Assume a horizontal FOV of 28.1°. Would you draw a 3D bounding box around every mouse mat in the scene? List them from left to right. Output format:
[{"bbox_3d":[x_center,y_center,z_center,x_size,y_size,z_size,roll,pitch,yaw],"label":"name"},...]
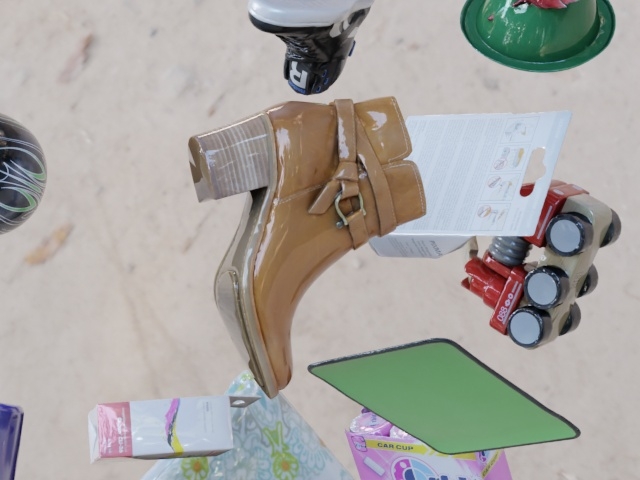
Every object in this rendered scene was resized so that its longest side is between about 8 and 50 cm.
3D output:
[{"bbox_3d":[0.100,0.130,1.037,0.152,0.189,0.007,-16,51,42],"label":"mouse mat"}]

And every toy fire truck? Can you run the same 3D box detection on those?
[{"bbox_3d":[0.269,0.001,1.775,0.246,0.158,0.217,32,116,29],"label":"toy fire truck"}]

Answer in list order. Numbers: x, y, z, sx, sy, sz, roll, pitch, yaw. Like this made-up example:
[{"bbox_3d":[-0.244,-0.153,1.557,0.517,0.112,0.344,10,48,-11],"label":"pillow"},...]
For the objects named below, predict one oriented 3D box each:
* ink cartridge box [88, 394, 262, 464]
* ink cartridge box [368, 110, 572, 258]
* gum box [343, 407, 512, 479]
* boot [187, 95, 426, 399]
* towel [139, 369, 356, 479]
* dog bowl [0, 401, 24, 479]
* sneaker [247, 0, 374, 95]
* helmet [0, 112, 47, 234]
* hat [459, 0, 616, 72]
[{"bbox_3d":[-0.174,0.227,1.536,0.115,0.198,0.067,138,128,-70],"label":"ink cartridge box"},{"bbox_3d":[0.184,-0.068,1.560,0.232,0.066,0.189,4,58,32],"label":"ink cartridge box"},{"bbox_3d":[0.125,0.260,1.518,0.188,0.107,0.062,0,30,36],"label":"gum box"},{"bbox_3d":[0.000,0.000,1.274,0.220,0.284,0.109,-14,6,-20],"label":"boot"},{"bbox_3d":[-0.114,0.420,1.828,0.374,0.320,0.090,-46,19,-26],"label":"towel"},{"bbox_3d":[-0.281,0.110,0.611,0.264,0.265,0.104,3,79,36],"label":"dog bowl"},{"bbox_3d":[-0.014,-0.196,1.287,0.079,0.217,0.121,29,116,18],"label":"sneaker"},{"bbox_3d":[-0.411,-0.082,1.548,0.169,0.161,0.169,-40,37,40],"label":"helmet"},{"bbox_3d":[0.254,-0.306,1.425,0.208,0.184,0.173,23,58,25],"label":"hat"}]
